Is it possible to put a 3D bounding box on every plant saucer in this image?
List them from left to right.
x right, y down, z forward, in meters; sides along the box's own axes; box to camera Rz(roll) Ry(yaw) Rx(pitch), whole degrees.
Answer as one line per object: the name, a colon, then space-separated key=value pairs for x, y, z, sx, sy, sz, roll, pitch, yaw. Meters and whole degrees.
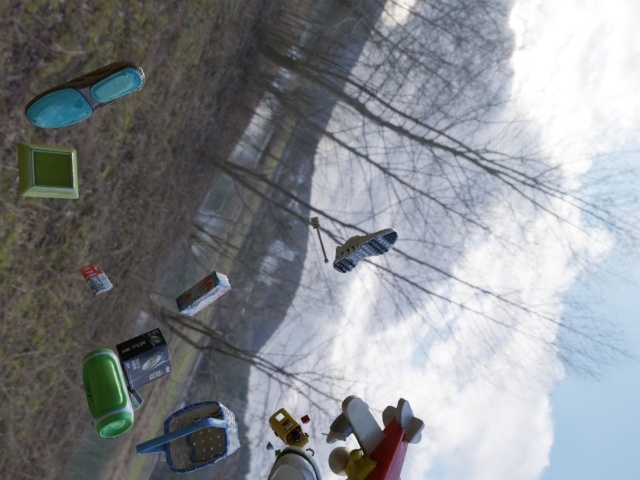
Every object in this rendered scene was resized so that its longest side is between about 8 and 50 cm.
plant saucer: x=-0.939 y=-0.244 z=1.718 sx=0.045 sy=0.188 sz=0.188 roll=-9 pitch=-96 yaw=46

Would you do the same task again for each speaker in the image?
speaker: x=-0.748 y=0.528 z=1.726 sx=0.296 sy=0.131 sz=0.131 roll=55 pitch=-50 yaw=35

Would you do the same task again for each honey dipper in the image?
honey dipper: x=0.000 y=0.000 z=1.633 sx=0.030 sy=0.031 sz=0.160 roll=-137 pitch=-149 yaw=-81

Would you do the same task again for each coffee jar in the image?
coffee jar: x=-0.739 y=0.626 z=1.810 sx=0.079 sy=0.096 sz=0.184 roll=-13 pitch=-157 yaw=30

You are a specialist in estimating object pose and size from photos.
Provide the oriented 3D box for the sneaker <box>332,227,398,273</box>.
sneaker: x=0.168 y=0.015 z=1.927 sx=0.292 sy=0.110 sz=0.118 roll=-28 pitch=-142 yaw=26

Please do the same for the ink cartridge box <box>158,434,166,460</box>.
ink cartridge box: x=-0.560 y=0.814 z=1.925 sx=0.052 sy=0.123 sz=0.088 roll=-34 pitch=-135 yaw=58

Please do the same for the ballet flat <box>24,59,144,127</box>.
ballet flat: x=-0.667 y=-0.428 z=1.407 sx=0.343 sy=0.116 sz=0.124 roll=-27 pitch=-136 yaw=-1

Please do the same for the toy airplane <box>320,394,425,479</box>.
toy airplane: x=0.154 y=0.652 z=1.487 sx=0.273 sy=0.385 sz=0.385 roll=-7 pitch=-103 yaw=31

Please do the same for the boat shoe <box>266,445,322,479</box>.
boat shoe: x=-0.073 y=0.518 z=0.877 sx=0.103 sy=0.113 sz=0.301 roll=-22 pitch=125 yaw=-64

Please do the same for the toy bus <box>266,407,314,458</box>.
toy bus: x=-0.127 y=0.796 z=2.061 sx=0.190 sy=0.203 sz=0.104 roll=-86 pitch=168 yaw=-51

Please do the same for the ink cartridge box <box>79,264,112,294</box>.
ink cartridge box: x=-0.820 y=0.137 z=1.800 sx=0.029 sy=0.115 sz=0.063 roll=-39 pitch=172 yaw=32

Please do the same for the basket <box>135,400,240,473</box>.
basket: x=-0.411 y=0.632 z=1.588 sx=0.289 sy=0.255 sz=0.200 roll=53 pitch=18 yaw=-67

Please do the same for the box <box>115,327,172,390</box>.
box: x=-0.596 y=0.404 z=1.674 sx=0.077 sy=0.148 sz=0.180 roll=47 pitch=-36 yaw=34

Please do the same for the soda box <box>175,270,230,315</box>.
soda box: x=-0.384 y=0.175 z=1.612 sx=0.183 sy=0.063 sz=0.058 roll=-35 pitch=-122 yaw=17
